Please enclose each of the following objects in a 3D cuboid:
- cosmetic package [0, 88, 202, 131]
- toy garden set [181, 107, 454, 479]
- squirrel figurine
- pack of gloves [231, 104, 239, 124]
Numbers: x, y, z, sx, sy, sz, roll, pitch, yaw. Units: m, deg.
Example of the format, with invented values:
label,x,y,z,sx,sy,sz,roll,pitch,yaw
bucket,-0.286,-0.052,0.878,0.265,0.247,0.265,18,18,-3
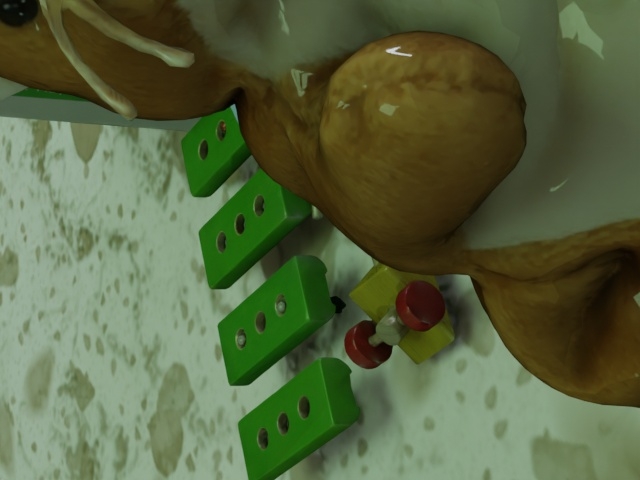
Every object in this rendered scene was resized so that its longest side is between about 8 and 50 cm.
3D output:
label,x,y,z,sx,sy,sz,roll,pitch,yaw
cosmetic package,-0.160,-0.272,1.251,0.155,0.197,0.365,30,114,52
toy garden set,0.000,0.000,1.129,0.204,0.049,0.244,-42,54,49
squirrel figurine,0.015,-0.095,0.765,0.397,0.370,0.281,-117,39,-81
pack of gloves,-0.021,-0.171,1.109,0.195,0.046,0.232,-51,46,13
